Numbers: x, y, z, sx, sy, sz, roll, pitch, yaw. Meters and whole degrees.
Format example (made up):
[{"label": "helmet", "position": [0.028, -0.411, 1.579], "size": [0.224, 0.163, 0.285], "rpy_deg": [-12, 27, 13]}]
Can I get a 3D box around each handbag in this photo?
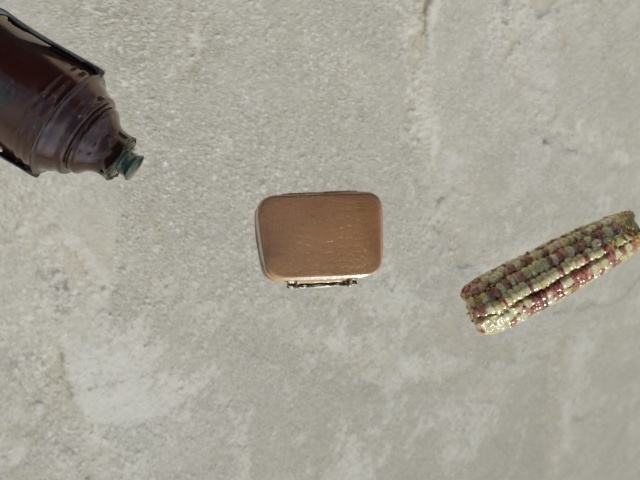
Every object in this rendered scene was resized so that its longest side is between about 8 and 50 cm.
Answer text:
[{"label": "handbag", "position": [0.000, 0.000, 0.967], "size": [0.194, 0.072, 0.151], "rpy_deg": [-4, 84, -12]}]

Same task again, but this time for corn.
[{"label": "corn", "position": [0.284, 0.036, 0.770], "size": [0.237, 0.079, 0.079], "rpy_deg": [-30, 128, 5]}]

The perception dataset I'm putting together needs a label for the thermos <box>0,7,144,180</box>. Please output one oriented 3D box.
[{"label": "thermos", "position": [-0.238, -0.120, 0.481], "size": [0.232, 0.124, 0.099], "rpy_deg": [33, 92, -7]}]
